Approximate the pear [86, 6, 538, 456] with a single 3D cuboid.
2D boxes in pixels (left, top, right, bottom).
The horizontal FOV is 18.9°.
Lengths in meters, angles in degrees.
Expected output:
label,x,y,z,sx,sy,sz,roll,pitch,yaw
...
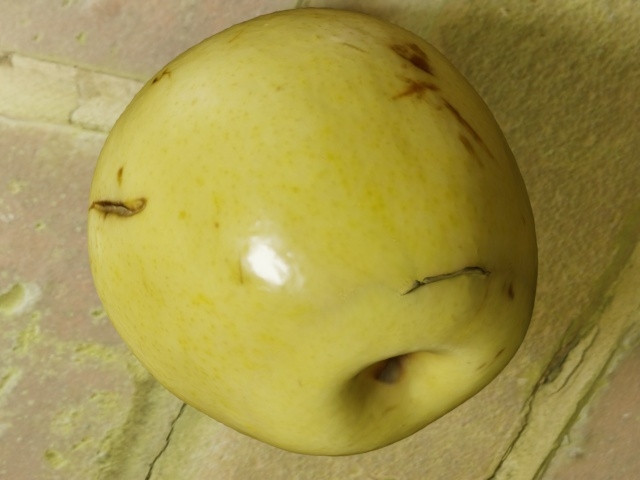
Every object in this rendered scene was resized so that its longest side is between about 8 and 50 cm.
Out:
label,x,y,z,sx,sy,sz,roll,pitch,yaw
pear,0.000,0.000,1.290,0.309,0.309,0.309,-12,132,-14
